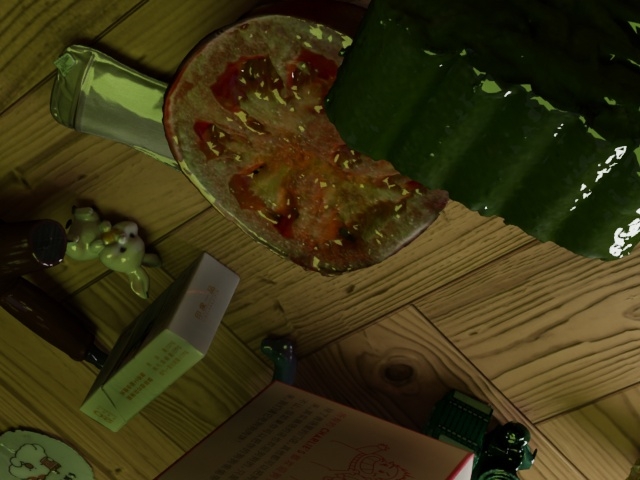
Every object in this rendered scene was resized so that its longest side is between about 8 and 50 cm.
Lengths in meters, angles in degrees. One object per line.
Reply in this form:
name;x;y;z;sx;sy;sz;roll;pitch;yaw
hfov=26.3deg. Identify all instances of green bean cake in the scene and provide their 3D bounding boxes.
green bean cake;0.196;-0.179;1.229;0.319;0.335;0.218;23;135;-5

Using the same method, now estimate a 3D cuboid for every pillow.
pillow;-0.206;-0.148;1.601;0.233;0.038;0.130;20;131;1

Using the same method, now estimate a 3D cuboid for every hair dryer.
hair dryer;-0.355;0.081;1.798;0.312;0.123;0.340;-4;143;44

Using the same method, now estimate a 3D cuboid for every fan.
fan;-0.493;0.317;2.131;0.329;0.009;0.191;35;133;-16

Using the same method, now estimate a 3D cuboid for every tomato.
tomato;0.004;-0.135;1.465;0.338;0.143;0.338;13;134;14

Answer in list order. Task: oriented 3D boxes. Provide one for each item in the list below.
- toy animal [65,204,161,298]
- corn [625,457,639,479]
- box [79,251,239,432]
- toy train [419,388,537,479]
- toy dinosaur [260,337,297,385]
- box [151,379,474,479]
toy animal;-0.265;0.011;1.739;0.124;0.071;0.085;15;132;7
corn;0.552;0.380;1.748;0.363;0.120;0.120;31;133;-7
box;-0.209;0.135;1.776;0.067;0.149;0.233;38;131;-11
toy train;0.185;0.325;1.827;0.154;0.115;0.269;22;134;0
toy dinosaur;0.022;0.323;1.910;0.383;0.129;0.331;29;124;-8
box;-0.018;0.399;1.696;0.312;0.314;0.300;17;118;24
